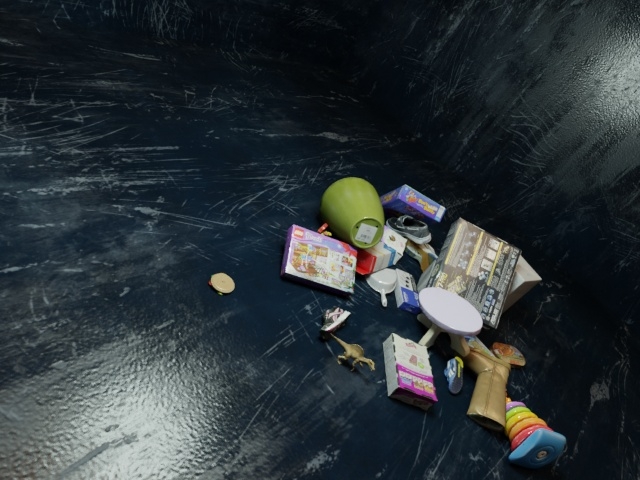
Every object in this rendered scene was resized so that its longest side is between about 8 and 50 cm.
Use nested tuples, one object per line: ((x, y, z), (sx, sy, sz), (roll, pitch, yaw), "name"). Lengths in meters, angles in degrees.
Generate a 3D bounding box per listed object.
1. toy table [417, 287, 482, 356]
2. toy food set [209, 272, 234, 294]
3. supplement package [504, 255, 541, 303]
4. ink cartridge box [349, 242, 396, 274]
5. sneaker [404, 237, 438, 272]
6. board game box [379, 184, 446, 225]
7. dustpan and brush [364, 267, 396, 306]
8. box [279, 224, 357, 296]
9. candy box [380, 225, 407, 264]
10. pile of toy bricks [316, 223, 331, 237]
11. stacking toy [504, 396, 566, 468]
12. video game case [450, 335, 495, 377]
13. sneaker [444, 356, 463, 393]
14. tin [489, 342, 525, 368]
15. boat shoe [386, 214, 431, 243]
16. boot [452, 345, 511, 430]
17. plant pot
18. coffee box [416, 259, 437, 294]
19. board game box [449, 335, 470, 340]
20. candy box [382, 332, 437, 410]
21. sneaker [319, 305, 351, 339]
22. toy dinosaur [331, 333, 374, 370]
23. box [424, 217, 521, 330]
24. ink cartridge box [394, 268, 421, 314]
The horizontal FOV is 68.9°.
((0.489, 0.322, 1.822), (0.253, 0.160, 0.274), (-14, 38, -20), "toy table")
((-0.321, 0.140, 1.521), (0.083, 0.020, 0.083), (49, 35, 20), "toy food set")
((0.859, 0.216, 2.237), (0.178, 0.293, 0.175), (1, 46, -41), "supplement package")
((0.205, 0.068, 2.000), (0.134, 0.077, 0.231), (27, 25, 33), "ink cartridge box")
((0.537, 0.083, 2.287), (0.131, 0.111, 0.296), (-7, 52, -47), "sneaker")
((0.437, -0.158, 2.338), (0.234, 0.078, 0.347), (29, -10, -9), "board game box")
((0.259, 0.192, 1.953), (0.148, 0.060, 0.211), (11, 28, -10), "dustpan and brush")
((0.000, 0.080, 1.786), (0.294, 0.057, 0.200), (20, 61, -23), "box")
((0.304, 0.002, 2.217), (0.196, 0.070, 0.165), (34, 32, 0), "candy box")
((0.000, 0.000, 1.912), (0.118, 0.105, 0.212), (43, 33, 11), "pile of toy bricks")
((0.721, 0.658, 1.710), (0.166, 0.175, 0.301), (26, 19, -25), "stacking toy")
((0.661, 0.489, 1.958), (0.193, 0.023, 0.212), (-13, 56, -50), "video game case")
((0.501, 0.513, 1.763), (0.053, 0.059, 0.144), (36, 50, -20), "sneaker")
((0.827, 0.512, 2.069), (0.190, 0.040, 0.106), (17, 33, -26), "tin")
((0.423, -0.078, 2.293), (0.108, 0.102, 0.301), (-26, 28, -17), "boat shoe")
((0.591, 0.542, 1.751), (0.236, 0.089, 0.269), (16, 45, 18), "boot")
((0.157, -0.088, 1.947), (0.275, 0.274, 0.293), (22, 19, -20), "plant pot")
((0.594, 0.248, 2.118), (0.297, 0.118, 0.168), (37, 33, 3), "coffee box")
((0.579, 0.388, 1.990), (0.090, 0.020, 0.090), (11, 25, -19), "board game box")
((0.309, 0.457, 1.638), (0.159, 0.071, 0.233), (25, 35, -15), "candy box")
((0.034, 0.284, 1.630), (0.077, 0.071, 0.178), (32, 23, 17), "sneaker")
((0.097, 0.370, 1.537), (0.183, 0.092, 0.053), (37, 32, 2), "toy dinosaur")
((0.658, 0.144, 2.015), (0.319, 0.097, 0.394), (28, 69, -3), "box")
((0.372, 0.219, 2.023), (0.097, 0.046, 0.207), (22, 35, -17), "ink cartridge box")
